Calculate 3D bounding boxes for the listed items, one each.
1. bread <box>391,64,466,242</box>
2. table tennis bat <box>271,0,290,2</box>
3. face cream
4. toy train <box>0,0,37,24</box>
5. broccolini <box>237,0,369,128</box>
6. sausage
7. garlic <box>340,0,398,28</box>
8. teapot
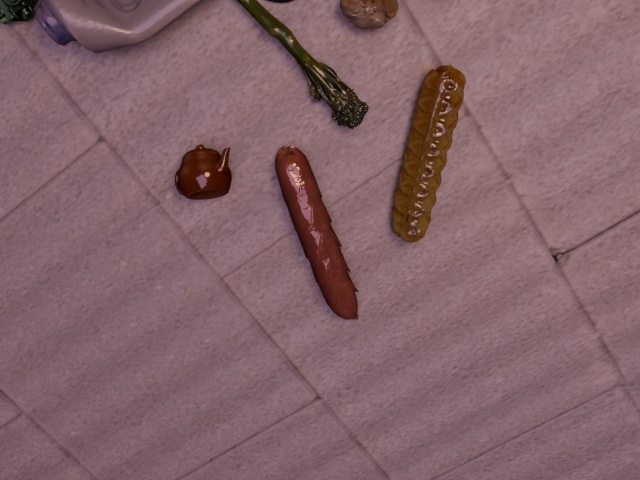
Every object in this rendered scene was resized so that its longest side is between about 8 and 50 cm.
[{"bbox_3d":[0.217,-0.170,0.987,0.077,0.084,0.367,-9,118,-42],"label":"bread"},{"bbox_3d":[-0.092,-0.566,0.882,0.150,0.027,0.236,-18,110,7],"label":"table tennis bat"},{"bbox_3d":[-0.324,-0.492,0.870,0.420,0.137,0.234,-31,92,3],"label":"face cream"},{"bbox_3d":[-0.614,-0.488,0.897,0.111,0.071,0.170,-23,108,18],"label":"toy train"},{"bbox_3d":[-0.061,-0.368,0.941,0.392,0.079,0.074,44,115,-5],"label":"broccolini"},{"bbox_3d":[-0.002,0.001,1.045,0.088,0.088,0.433,-20,108,8],"label":"sausage"},{"bbox_3d":[0.092,-0.435,0.896,0.113,0.094,0.074,-3,150,-3],"label":"garlic"},{"bbox_3d":[-0.246,-0.145,0.995,0.173,0.116,0.116,-14,111,34],"label":"teapot"}]
